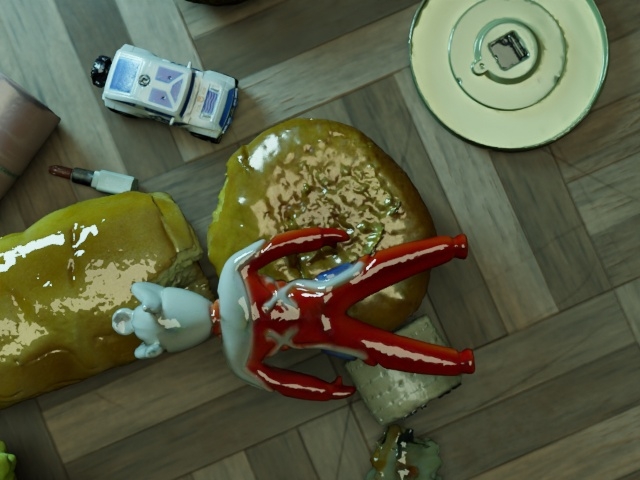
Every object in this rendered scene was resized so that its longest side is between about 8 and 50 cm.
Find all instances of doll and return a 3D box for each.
[{"bbox_3d":[-0.029,0.080,1.697,0.384,0.099,0.188,-2,96,-2],"label":"doll"}]

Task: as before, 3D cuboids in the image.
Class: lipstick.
[{"bbox_3d":[-0.268,-0.072,1.875,0.107,0.025,0.025,13,85,8],"label":"lipstick"}]

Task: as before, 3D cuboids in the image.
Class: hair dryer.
[{"bbox_3d":[-0.496,-0.158,1.858,0.352,0.125,0.210,36,88,14],"label":"hair dryer"}]

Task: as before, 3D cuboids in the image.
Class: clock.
[{"bbox_3d":[0.220,-0.220,1.870,0.235,0.029,0.235,0,85,2],"label":"clock"}]

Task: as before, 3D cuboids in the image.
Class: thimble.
[{"bbox_3d":[0.095,0.147,1.804,0.115,0.102,0.090,-32,85,6],"label":"thimble"}]

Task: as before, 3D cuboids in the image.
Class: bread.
[{"bbox_3d":[-0.292,0.070,1.800,0.344,0.149,0.195,-22,85,-1],"label":"bread"},{"bbox_3d":[0.000,0.000,1.802,0.268,0.146,0.268,0,87,5],"label":"bread"}]

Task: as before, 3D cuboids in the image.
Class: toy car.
[{"bbox_3d":[-0.182,-0.174,1.858,0.170,0.070,0.080,17,86,3],"label":"toy car"}]

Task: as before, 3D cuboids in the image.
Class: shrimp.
[{"bbox_3d":[0.149,0.354,1.802,0.287,0.068,0.185,36,89,3],"label":"shrimp"}]

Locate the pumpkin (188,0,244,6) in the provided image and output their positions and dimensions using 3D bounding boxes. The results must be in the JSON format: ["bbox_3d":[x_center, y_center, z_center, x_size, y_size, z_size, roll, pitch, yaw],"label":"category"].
[{"bbox_3d":[-0.118,-0.379,1.840,0.219,0.162,0.219,2,110,6],"label":"pumpkin"}]

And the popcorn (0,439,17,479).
[{"bbox_3d":[-0.370,0.357,1.720,0.237,0.293,0.293,41,87,22],"label":"popcorn"}]
